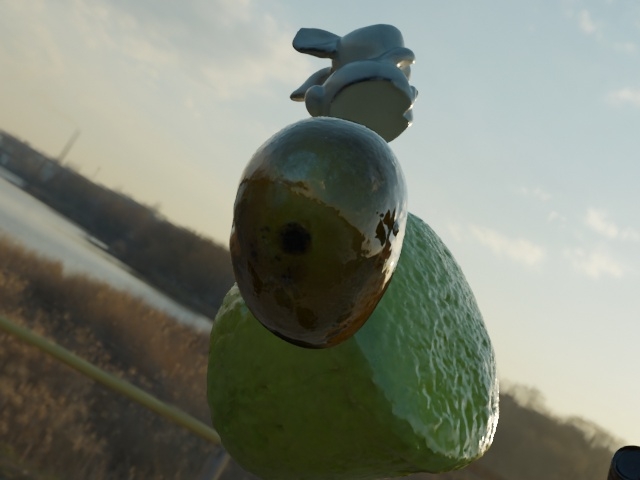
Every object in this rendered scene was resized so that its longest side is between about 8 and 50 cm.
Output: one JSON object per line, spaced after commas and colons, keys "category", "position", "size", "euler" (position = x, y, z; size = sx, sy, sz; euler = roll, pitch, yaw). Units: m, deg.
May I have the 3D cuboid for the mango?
{"category": "mango", "position": [0.000, 0.000, 0.902], "size": [0.146, 0.193, 0.316], "euler": [16, -11, 6]}

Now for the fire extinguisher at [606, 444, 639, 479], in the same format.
{"category": "fire extinguisher", "position": [0.473, 0.425, 1.626], "size": [0.106, 0.075, 0.252], "euler": [19, -41, 21]}

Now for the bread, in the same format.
{"category": "bread", "position": [0.039, 0.145, 1.285], "size": [0.308, 0.348, 0.348], "euler": [-23, -41, 32]}

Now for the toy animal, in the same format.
{"category": "toy animal", "position": [0.049, -0.223, 1.425], "size": [0.193, 0.178, 0.127], "euler": [-107, -172, -49]}
